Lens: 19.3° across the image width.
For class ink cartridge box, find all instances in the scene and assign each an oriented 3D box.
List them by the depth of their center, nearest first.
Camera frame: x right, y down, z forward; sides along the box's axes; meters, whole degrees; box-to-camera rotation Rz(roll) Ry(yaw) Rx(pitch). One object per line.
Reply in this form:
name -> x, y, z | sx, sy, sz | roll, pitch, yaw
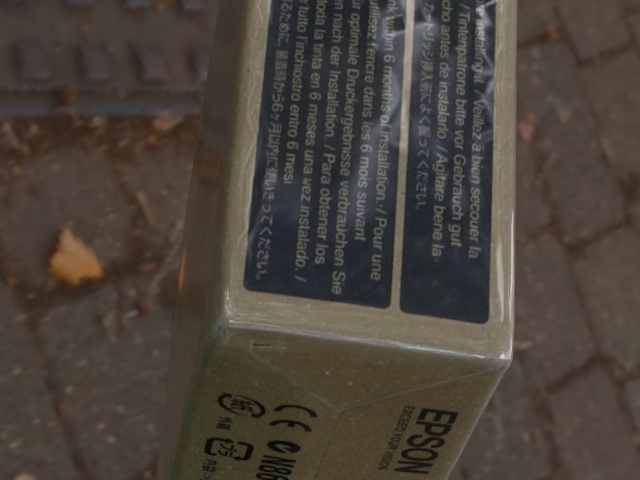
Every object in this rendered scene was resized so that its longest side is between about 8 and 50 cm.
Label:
ink cartridge box -> 0.000, 0.000, 0.629 | 0.088, 0.234, 0.193 | 8, 61, -5
